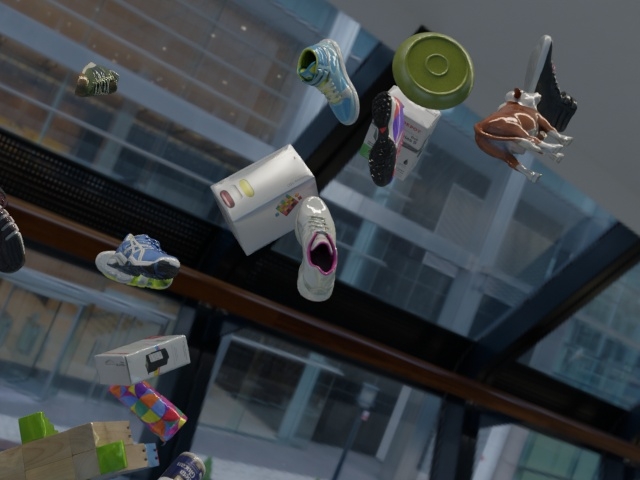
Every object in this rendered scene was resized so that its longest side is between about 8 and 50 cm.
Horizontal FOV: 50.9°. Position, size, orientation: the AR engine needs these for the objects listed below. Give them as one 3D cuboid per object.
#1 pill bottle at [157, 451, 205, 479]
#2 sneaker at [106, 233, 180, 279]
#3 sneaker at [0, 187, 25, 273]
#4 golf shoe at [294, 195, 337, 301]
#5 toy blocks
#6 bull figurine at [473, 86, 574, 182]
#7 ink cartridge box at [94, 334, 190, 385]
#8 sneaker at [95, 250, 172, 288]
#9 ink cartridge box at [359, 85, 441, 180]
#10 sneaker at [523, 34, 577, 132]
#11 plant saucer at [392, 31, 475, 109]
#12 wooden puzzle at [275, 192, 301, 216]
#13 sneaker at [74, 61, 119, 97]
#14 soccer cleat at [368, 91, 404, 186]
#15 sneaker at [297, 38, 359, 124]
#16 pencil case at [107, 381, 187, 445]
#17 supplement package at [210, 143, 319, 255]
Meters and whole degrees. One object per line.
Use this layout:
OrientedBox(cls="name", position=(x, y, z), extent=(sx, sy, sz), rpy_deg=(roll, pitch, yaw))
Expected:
OrientedBox(cls="pill bottle", position=(-0.408, 0.688, 1.901), extent=(0.094, 0.094, 0.169), rpy_deg=(21, 31, 16))
OrientedBox(cls="sneaker", position=(-0.349, 0.028, 1.333), extent=(0.211, 0.081, 0.080), rpy_deg=(6, -21, 43))
OrientedBox(cls="sneaker", position=(-0.762, -0.056, 1.589), extent=(0.281, 0.107, 0.162), rpy_deg=(58, 3, -3))
OrientedBox(cls="golf shoe", position=(0.000, 0.000, 1.741), extent=(0.116, 0.306, 0.140), rpy_deg=(3, -31, -14))
OrientedBox(cls="toy blocks", position=(-0.505, 0.446, 1.332), extent=(0.382, 0.190, 0.261), rpy_deg=(-19, -17, 7))
OrientedBox(cls="bull figurine", position=(0.434, -0.233, 1.442), extent=(0.188, 0.101, 0.310), rpy_deg=(36, 39, 17))
OrientedBox(cls="ink cartridge box", position=(-0.417, 0.279, 1.575), extent=(0.128, 0.072, 0.175), rpy_deg=(-7, 5, 39))
OrientedBox(cls="sneaker", position=(-0.577, 0.098, 2.043), extent=(0.240, 0.091, 0.126), rpy_deg=(24, -18, -30))
OrientedBox(cls="ink cartridge box", position=(0.292, -0.399, 2.515), extent=(0.211, 0.121, 0.289), rpy_deg=(33, -37, 10))
OrientedBox(cls="sneaker", position=(0.658, -0.433, 1.905), extent=(0.147, 0.295, 0.104), rpy_deg=(5, 34, 6))
OrientedBox(cls="plant saucer", position=(0.322, -0.482, 1.880), extent=(0.241, 0.240, 0.037), rpy_deg=(22, -15, -3))
OrientedBox(cls="wooden puzzle", position=(-0.086, -0.092, 1.727), extent=(0.049, 0.083, 0.006), rpy_deg=(35, -7, 43))
OrientedBox(cls="sneaker", position=(-0.550, -0.395, 1.678), extent=(0.086, 0.064, 0.192), rpy_deg=(17, 24, -16))
OrientedBox(cls="soccer cleat", position=(0.229, -0.322, 2.190), extent=(0.109, 0.317, 0.117), rpy_deg=(-10, -18, 43))
OrientedBox(cls="sneaker", position=(0.015, -0.550, 2.398), extent=(0.127, 0.318, 0.208), rpy_deg=(-15, 10, 39))
OrientedBox(cls="pencil case", position=(-0.484, 0.464, 1.891), extent=(0.236, 0.104, 0.104), rpy_deg=(46, -8, -7))
OrientedBox(cls="supplement package", position=(-0.150, -0.115, 1.938), extent=(0.145, 0.262, 0.204), rpy_deg=(54, -11, 27))
